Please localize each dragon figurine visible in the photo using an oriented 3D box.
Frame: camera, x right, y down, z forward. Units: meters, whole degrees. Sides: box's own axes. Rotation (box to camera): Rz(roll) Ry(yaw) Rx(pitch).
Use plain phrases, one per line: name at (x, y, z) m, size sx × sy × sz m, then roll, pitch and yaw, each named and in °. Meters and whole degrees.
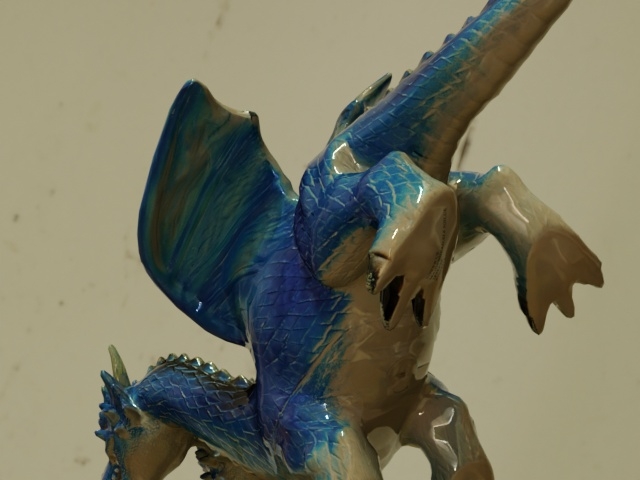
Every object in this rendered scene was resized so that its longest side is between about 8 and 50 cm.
dragon figurine at (0.000, 0.000, 0.384) m, size 0.085 × 0.289 × 0.144 m, roll -7°, pitch 32°, yaw -37°
